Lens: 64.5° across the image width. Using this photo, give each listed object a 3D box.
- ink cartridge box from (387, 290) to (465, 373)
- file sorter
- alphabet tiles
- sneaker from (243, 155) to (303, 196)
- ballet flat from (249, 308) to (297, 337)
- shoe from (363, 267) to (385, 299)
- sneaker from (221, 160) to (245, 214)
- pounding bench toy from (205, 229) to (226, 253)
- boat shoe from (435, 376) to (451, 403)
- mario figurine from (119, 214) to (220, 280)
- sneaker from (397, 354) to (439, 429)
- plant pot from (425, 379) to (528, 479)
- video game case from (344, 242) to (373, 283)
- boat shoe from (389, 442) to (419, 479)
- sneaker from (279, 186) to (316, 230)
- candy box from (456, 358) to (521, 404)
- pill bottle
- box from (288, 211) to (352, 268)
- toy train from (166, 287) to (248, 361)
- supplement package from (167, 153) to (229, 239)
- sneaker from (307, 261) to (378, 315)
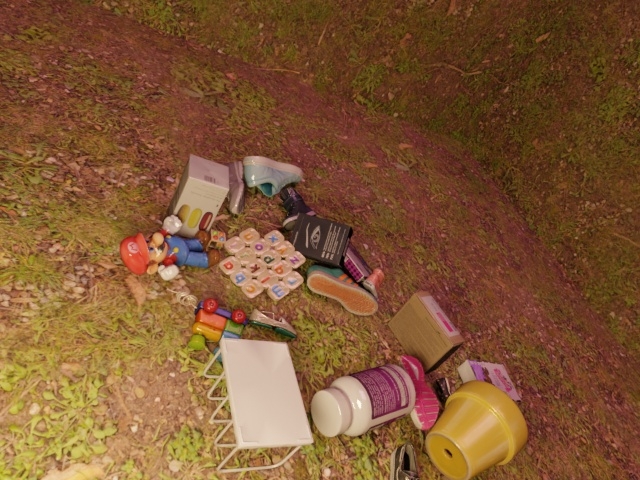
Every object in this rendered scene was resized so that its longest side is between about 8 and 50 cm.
[{"bbox_3d":[0.379,0.333,1.842,0.088,0.193,0.235,-2,48,-42],"label":"ink cartridge box"},{"bbox_3d":[-0.172,0.416,1.277,0.192,0.173,0.278,11,40,-33],"label":"file sorter"},{"bbox_3d":[-0.198,0.079,1.760,0.284,0.021,0.278,44,50,14],"label":"alphabet tiles"},{"bbox_3d":[-0.204,-0.257,2.170,0.365,0.135,0.150,5,86,-54],"label":"sneaker"},{"bbox_3d":[-0.142,0.258,1.598,0.168,0.057,0.053,23,64,-17],"label":"ballet flat"},{"bbox_3d":[0.207,0.167,1.905,0.063,0.178,0.081,34,75,22],"label":"shoe"},{"bbox_3d":[-0.356,-0.201,1.986,0.115,0.105,0.282,-4,43,-9],"label":"sneaker"},{"bbox_3d":[-0.360,-0.008,1.741,0.052,0.065,0.083,15,38,-27],"label":"pounding bench toy"},{"bbox_3d":[0.437,0.545,1.769,0.041,0.049,0.133,-9,55,-4],"label":"boat shoe"},{"bbox_3d":[-0.446,0.019,1.530,0.197,0.170,0.320,14,10,36],"label":"mario figurine"},{"bbox_3d":[0.295,0.500,1.630,0.102,0.111,0.252,17,34,-21],"label":"sneaker"},{"bbox_3d":[0.459,0.598,1.557,0.238,0.254,0.254,-22,62,-35],"label":"plant pot"},{"bbox_3d":[0.133,0.081,2.011,0.232,0.042,0.210,53,14,26],"label":"video game case"},{"bbox_3d":[0.236,0.669,1.408,0.077,0.070,0.219,25,35,-15],"label":"boat shoe"},{"bbox_3d":[-0.126,-0.131,2.065,0.163,0.086,0.226,52,26,7],"label":"sneaker"},{"bbox_3d":[0.636,0.544,1.912,0.196,0.070,0.165,14,39,-28],"label":"candy box"},{"bbox_3d":[0.124,0.467,1.475,0.301,0.169,0.169,-1,47,-42],"label":"pill bottle"},{"bbox_3d":[0.000,0.000,1.886,0.206,0.153,0.108,17,-7,12],"label":"box"},{"bbox_3d":[-0.339,0.242,1.429,0.247,0.105,0.144,24,48,-16],"label":"toy train"},{"bbox_3d":[-0.412,-0.137,1.693,0.138,0.244,0.134,16,37,-24],"label":"supplement package"},{"bbox_3d":[0.086,0.168,1.871,0.302,0.108,0.121,30,28,-17],"label":"sneaker"}]
